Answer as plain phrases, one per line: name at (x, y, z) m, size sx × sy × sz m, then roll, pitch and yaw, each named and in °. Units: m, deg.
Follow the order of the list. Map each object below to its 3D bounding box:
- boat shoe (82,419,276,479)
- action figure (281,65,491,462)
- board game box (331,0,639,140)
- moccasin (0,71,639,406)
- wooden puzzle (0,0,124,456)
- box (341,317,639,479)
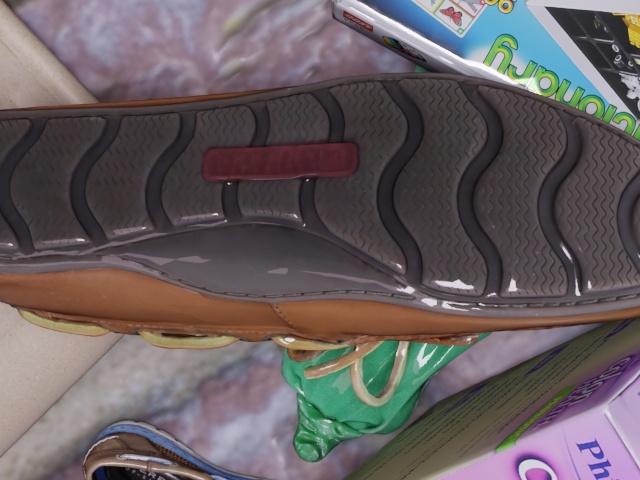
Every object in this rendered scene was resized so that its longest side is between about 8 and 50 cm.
boat shoe at (-0.055, 0.168, 1.138) m, size 0.183 × 0.066 × 0.066 m, roll 23°, pitch 103°, yaw 3°
action figure at (0.051, 0.025, 1.095) m, size 0.137 × 0.063 × 0.232 m, roll 34°, pitch 97°, yaw 2°
board game box at (0.183, -0.130, 1.028) m, size 0.305 × 0.053 × 0.193 m, roll 29°, pitch 86°, yaw 2°
moccasin at (0.000, 0.003, 1.006) m, size 0.380 × 0.147 × 0.139 m, roll -5°, pitch 68°, yaw 8°
wooden puzzle at (-0.288, -0.016, 1.129) m, size 0.348 × 0.080 × 0.322 m, roll 45°, pitch 103°, yaw -2°
box at (0.122, 0.130, 0.986) m, size 0.243 × 0.213 × 0.117 m, roll -30°, pitch 90°, yaw 38°
